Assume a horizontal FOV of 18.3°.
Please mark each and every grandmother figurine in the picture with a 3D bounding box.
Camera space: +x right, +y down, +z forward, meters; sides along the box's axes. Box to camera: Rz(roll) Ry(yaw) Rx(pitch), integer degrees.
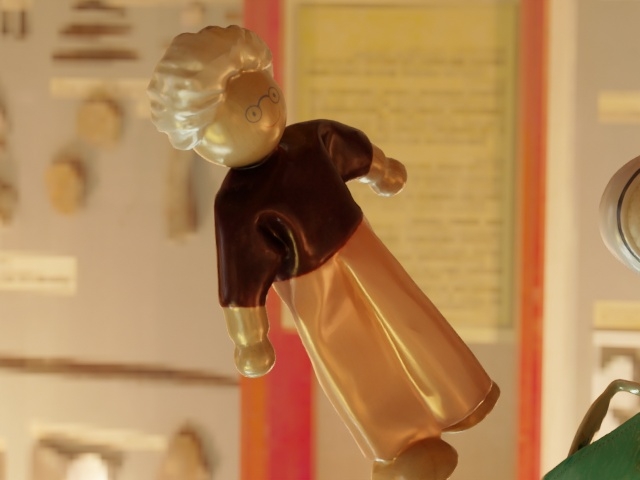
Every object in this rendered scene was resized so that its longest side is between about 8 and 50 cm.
[{"bbox_3d":[0.000,0.000,1.333,0.104,0.342,0.208,-17,-153,35],"label":"grandmother figurine"}]

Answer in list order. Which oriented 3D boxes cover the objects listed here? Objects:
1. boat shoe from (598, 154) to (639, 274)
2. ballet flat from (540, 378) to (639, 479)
[{"bbox_3d":[0.412,0.007,1.595,0.367,0.136,0.156,13,-179,-18],"label":"boat shoe"},{"bbox_3d":[0.240,0.106,1.320,0.087,0.247,0.083,43,165,26],"label":"ballet flat"}]
